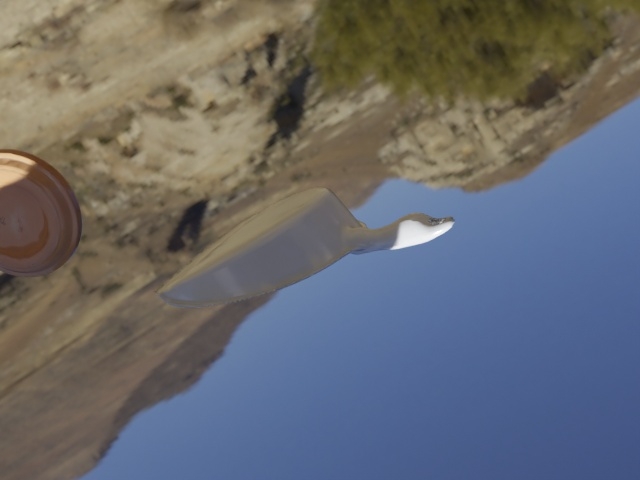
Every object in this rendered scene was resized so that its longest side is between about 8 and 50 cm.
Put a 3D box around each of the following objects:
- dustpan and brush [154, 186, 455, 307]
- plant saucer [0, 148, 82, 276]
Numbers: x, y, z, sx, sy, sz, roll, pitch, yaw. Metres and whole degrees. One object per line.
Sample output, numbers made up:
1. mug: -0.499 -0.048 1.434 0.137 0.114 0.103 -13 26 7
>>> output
1. dustpan and brush: 0.000 0.000 0.820 0.211 0.060 0.147 -24 -168 38
2. plant saucer: -0.187 -0.015 0.697 0.083 0.083 0.013 -30 -167 24
